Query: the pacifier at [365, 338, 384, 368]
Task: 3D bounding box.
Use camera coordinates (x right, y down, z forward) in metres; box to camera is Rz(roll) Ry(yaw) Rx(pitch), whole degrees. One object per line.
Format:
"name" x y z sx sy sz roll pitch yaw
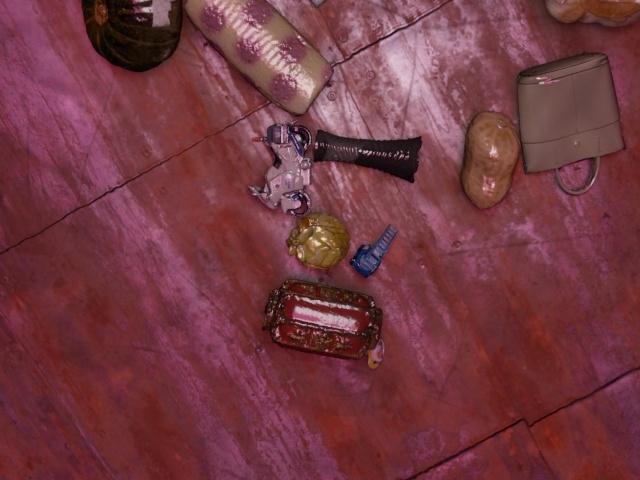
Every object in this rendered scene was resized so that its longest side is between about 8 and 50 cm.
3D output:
"pacifier" 0.122 0.269 1.688 0.064 0.068 0.083 4 111 32

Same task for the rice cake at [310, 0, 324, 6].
"rice cake" -0.042 -0.639 1.519 0.127 0.043 0.237 -41 99 7

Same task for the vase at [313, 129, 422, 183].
"vase" 0.105 -0.201 1.575 0.238 0.115 0.115 9 100 3

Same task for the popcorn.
"popcorn" 0.000 0.000 1.592 0.136 0.162 0.141 15 60 27

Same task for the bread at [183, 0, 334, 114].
"bread" -0.129 -0.421 1.488 0.338 0.187 0.155 42 93 -9

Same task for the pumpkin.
"pumpkin" -0.388 -0.489 1.465 0.189 0.260 0.260 -11 103 -40

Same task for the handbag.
"handbag" 0.573 -0.260 1.590 0.241 0.109 0.315 -15 113 3

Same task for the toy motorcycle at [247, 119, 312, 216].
"toy motorcycle" -0.092 -0.164 1.577 0.150 0.102 0.221 2 95 9

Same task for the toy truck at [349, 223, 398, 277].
"toy truck" 0.130 0.024 1.637 0.063 0.074 0.136 41 57 -9

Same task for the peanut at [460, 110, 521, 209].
"peanut" 0.386 -0.180 1.565 0.129 0.129 0.224 3 102 -1

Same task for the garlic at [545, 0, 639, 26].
"garlic" 0.615 -0.557 1.482 0.281 0.185 0.203 1 74 19

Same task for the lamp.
"lamp" 0.005 0.186 1.603 0.274 0.177 0.177 10 100 -3
